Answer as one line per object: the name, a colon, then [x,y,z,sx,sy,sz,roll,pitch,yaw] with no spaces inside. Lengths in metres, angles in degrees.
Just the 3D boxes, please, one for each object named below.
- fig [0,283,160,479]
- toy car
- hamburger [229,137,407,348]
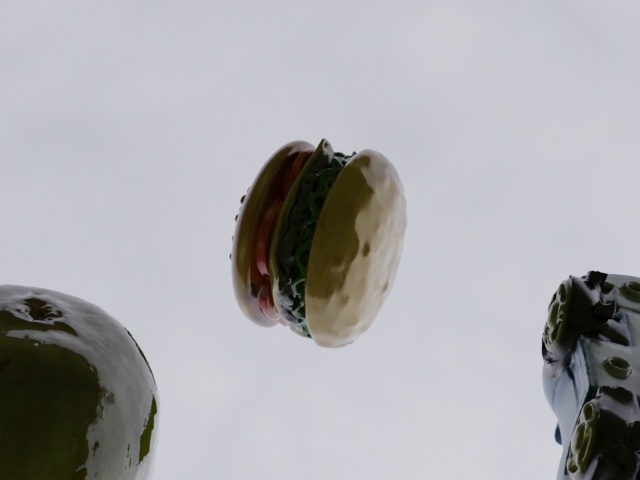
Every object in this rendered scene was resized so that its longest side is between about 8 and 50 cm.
fig: [-0.153,0.111,0.960,0.142,0.148,0.186,49,-61,33]
toy car: [0.238,0.142,1.325,0.198,0.166,0.314,15,-154,-8]
hamburger: [0.000,0.000,1.509,0.115,0.162,0.162,15,-118,19]
